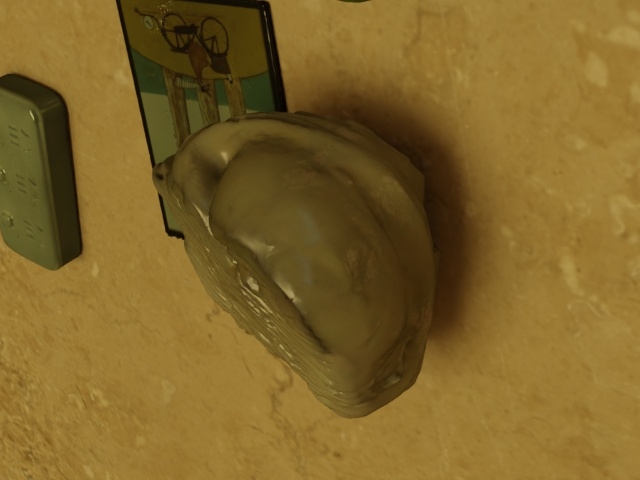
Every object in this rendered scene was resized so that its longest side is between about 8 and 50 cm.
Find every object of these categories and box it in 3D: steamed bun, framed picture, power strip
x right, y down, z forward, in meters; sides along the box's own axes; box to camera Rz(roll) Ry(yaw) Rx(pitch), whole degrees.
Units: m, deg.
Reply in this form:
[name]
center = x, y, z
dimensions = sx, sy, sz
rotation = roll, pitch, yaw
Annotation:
[steamed bun]
center = 0.006, 0.005, 1.349
dimensions = 0.310, 0.219, 0.324
rotation = 39, 164, 42
[framed picture]
center = -0.125, -0.129, 1.540
dimensions = 0.244, 0.013, 0.323
rotation = 14, 123, 40
[power strip]
center = -0.418, -0.100, 1.814
dimensions = 0.194, 0.059, 0.264
rotation = 24, 131, 33

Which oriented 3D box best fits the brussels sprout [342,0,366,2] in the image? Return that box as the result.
[brussels sprout]
center = 0.027, -0.287, 1.199
dimensions = 0.149, 0.122, 0.151
rotation = 24, 131, 30
